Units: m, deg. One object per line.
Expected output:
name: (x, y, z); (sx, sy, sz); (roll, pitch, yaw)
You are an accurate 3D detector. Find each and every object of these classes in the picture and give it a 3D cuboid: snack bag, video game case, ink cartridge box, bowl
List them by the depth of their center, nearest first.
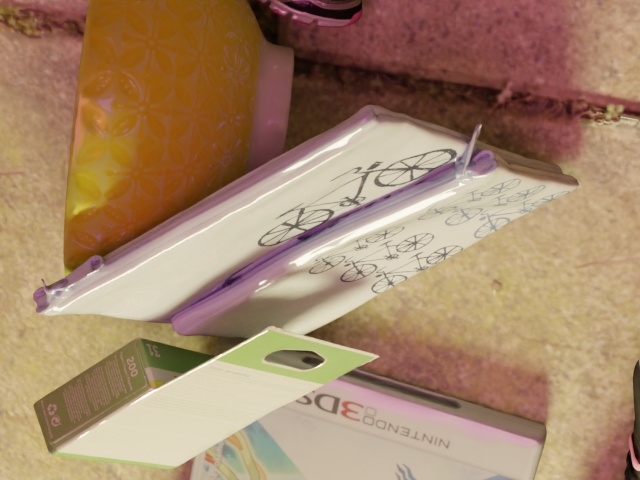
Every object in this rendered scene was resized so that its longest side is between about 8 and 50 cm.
snack bag: (0.000, 0.000, 1.384); (0.323, 0.342, 0.037); (-28, 71, 23)
bowl: (-0.104, -0.103, 1.401); (0.156, 0.289, 0.289); (6, 113, -4)
ink cartridge box: (-0.094, 0.115, 1.492); (0.235, 0.171, 0.056); (-32, 64, 23)
video game case: (0.021, 0.269, 1.630); (0.300, 0.036, 0.329); (16, 114, 9)

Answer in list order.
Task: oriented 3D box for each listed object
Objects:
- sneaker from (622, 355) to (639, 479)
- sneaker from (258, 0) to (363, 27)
sneaker: (0.260, 0.235, 1.510); (0.146, 0.104, 0.296); (-11, 112, 14)
sneaker: (-0.034, -0.235, 1.430); (0.170, 0.063, 0.075); (34, 122, 6)
